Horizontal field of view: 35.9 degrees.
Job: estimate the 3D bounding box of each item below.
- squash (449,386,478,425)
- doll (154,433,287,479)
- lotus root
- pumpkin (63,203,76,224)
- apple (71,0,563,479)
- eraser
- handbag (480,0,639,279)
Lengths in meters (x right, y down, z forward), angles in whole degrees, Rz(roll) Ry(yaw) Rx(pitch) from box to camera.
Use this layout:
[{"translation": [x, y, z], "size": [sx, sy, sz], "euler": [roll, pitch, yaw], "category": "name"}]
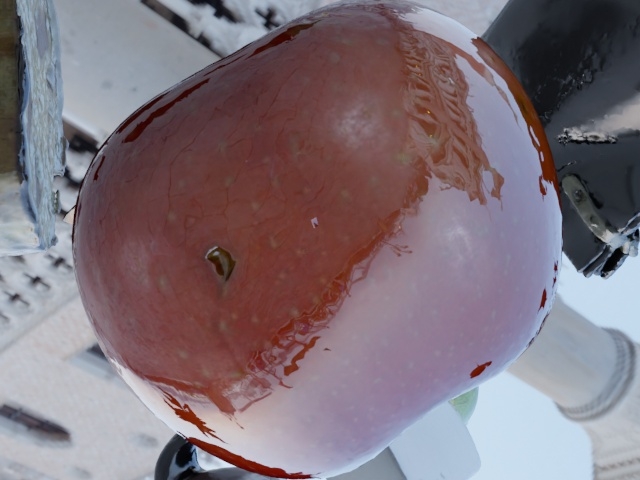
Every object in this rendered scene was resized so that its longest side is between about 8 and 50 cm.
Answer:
[{"translation": [0.177, 0.292, 1.602], "size": [0.371, 0.118, 0.118], "euler": [97, 2, -52], "category": "squash"}, {"translation": [-0.084, 0.252, 0.698], "size": [0.182, 0.117, 0.257], "euler": [49, -60, 19], "category": "doll"}, {"translation": [-0.364, -0.165, 1.152], "size": [0.390, 0.111, 0.375], "euler": [-100, -164, -51], "category": "lotus root"}, {"translation": [-0.214, -0.035, 1.025], "size": [0.073, 0.035, 0.101], "euler": [-15, -176, 37], "category": "pumpkin"}, {"translation": [0.000, 0.000, 0.533], "size": [0.260, 0.216, 0.260], "euler": [-31, -179, 1], "category": "apple"}, {"translation": [0.098, 0.254, 1.234], "size": [0.095, 0.270, 0.174], "euler": [-41, -105, 20], "category": "eraser"}, {"translation": [0.276, -0.146, 0.848], "size": [0.342, 0.152, 0.288], "euler": [126, -34, -54], "category": "handbag"}]
